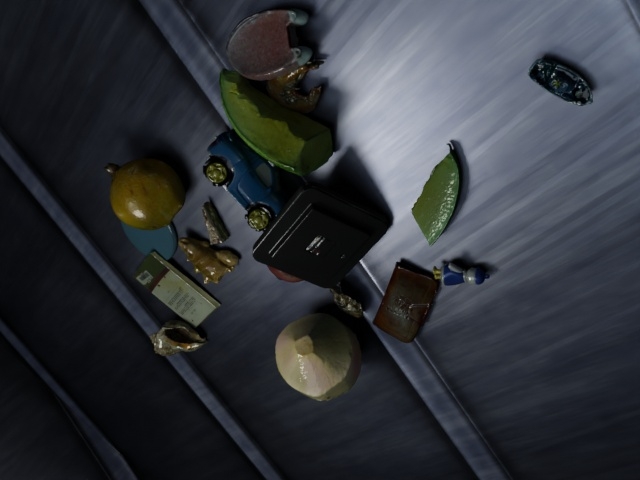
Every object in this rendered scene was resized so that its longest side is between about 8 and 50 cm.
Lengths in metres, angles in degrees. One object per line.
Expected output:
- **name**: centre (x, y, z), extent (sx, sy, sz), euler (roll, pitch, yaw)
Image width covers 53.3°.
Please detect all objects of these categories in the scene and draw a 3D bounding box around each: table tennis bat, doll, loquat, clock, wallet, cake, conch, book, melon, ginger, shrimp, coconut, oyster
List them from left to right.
- **loquat**: centre (-0.521, -0.147, 1.866), extent (0.246, 0.213, 0.213), euler (37, 134, -11)
- **table tennis bat**: centre (-0.575, -0.071, 2.063), extent (0.215, 0.044, 0.329), euler (2, 125, 31)
- **book**: centre (-0.498, 0.173, 2.182), extent (0.289, 0.026, 0.201), euler (41, 136, -8)
- **conch**: centre (-0.507, 0.348, 2.259), extent (0.207, 0.130, 0.155), euler (8, 159, 7)
- **ginger**: centre (-0.357, 0.064, 1.999), extent (0.205, 0.081, 0.115), euler (22, 125, 14)
- **cake**: centre (-0.316, -0.051, 1.914), extent (0.055, 0.051, 0.140), euler (8, 127, 27)
- **melon**: centre (-0.129, -0.290, 1.559), extent (0.323, 0.196, 0.124), euler (37, 119, 12)
- **shrimp**: centre (-0.052, -0.375, 1.535), extent (0.132, 0.051, 0.187), euler (41, 142, -17)
- **coconut**: centre (-0.006, 0.335, 1.861), extent (0.259, 0.259, 0.259), euler (16, 128, 21)
- **clock**: centre (0.000, 0.001, 1.641), extent (0.273, 0.049, 0.279), euler (23, 124, -29)
- **oyster**: centre (0.072, 0.175, 1.820), extent (0.148, 0.103, 0.051), euler (37, 93, -16)
- **wallet**: centre (0.235, 0.176, 1.759), extent (0.137, 0.031, 0.255), euler (26, 131, 13)
- **melon**: centre (0.284, -0.115, 1.528), extent (0.114, 0.053, 0.262), euler (35, 132, 29)
- **doll**: centre (0.355, 0.088, 1.609), extent (0.143, 0.057, 0.099), euler (2, 144, 29)

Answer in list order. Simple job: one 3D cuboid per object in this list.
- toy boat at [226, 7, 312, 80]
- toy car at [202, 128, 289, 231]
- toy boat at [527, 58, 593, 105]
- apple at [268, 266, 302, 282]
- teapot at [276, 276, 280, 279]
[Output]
- **toy boat**: centre (-0.114, -0.453, 1.486), extent (0.227, 0.085, 0.155), euler (-6, 95, 31)
- **toy car**: centre (-0.171, -0.156, 1.680), extent (0.166, 0.198, 0.314), euler (-39, 101, 11)
- **toy boat**: centre (0.473, -0.308, 1.251), extent (0.137, 0.061, 0.060), euler (33, 133, 5)
- **apple**: centre (-0.079, 0.037, 1.775), extent (0.153, 0.120, 0.153), euler (-3, 127, -5)
- **teapot**: centre (-0.109, 0.071, 1.887), extent (0.049, 0.063, 0.083), euler (6, 128, -12)
